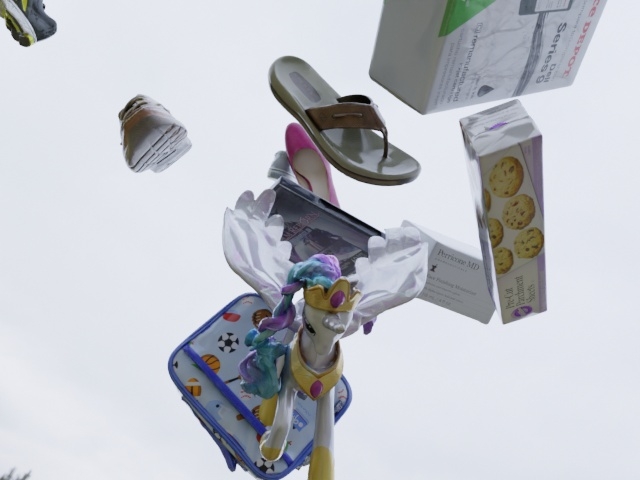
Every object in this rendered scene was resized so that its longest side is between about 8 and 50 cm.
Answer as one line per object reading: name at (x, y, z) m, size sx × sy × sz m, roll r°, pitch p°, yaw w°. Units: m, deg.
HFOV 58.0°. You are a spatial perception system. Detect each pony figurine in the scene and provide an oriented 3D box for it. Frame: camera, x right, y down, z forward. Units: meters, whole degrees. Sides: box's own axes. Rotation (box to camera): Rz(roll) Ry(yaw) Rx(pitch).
pony figurine at (-0.003, 0.115, 0.796) m, size 0.303 × 0.350 × 0.363 m, roll 8°, pitch -58°, yaw -4°

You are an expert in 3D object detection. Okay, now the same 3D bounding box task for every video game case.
video game case at (0.000, 0.000, 1.035) m, size 0.274 × 0.026 × 0.196 m, roll 27°, pitch -35°, yaw -20°

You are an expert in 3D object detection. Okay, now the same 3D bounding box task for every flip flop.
flip flop at (0.034, -0.182, 0.824) m, size 0.277 × 0.112 × 0.080 m, roll 49°, pitch -42°, yaw 14°

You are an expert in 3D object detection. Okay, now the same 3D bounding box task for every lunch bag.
lunch bag at (-0.106, 0.262, 1.010) m, size 0.303 × 0.243 × 0.115 m, roll 45°, pitch -27°, yaw 11°

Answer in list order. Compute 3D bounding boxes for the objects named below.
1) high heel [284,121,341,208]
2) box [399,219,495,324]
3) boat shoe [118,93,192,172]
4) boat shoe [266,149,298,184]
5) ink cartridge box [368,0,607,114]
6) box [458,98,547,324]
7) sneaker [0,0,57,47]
high heel at (-0.020, -0.125, 1.152) m, size 0.082 × 0.117 × 0.243 m, roll -17°, pitch -87°, yaw 10°
box at (0.246, 0.058, 1.146) m, size 0.181 × 0.182 × 0.118 m, roll 21°, pitch -80°, yaw -16°
boat shoe at (-0.314, -0.196, 1.033) m, size 0.116 × 0.123 × 0.324 m, roll 53°, pitch -8°, yaw -7°
boat shoe at (-0.068, -0.164, 1.317) m, size 0.079 × 0.081 × 0.227 m, roll 20°, pitch 3°, yaw 3°
ink cartridge box at (0.225, -0.295, 0.727) m, size 0.121 × 0.289 × 0.211 m, roll 48°, pitch -37°, yaw 38°
box at (0.218, -0.014, 0.665) m, size 0.067 × 0.063 × 0.324 m, roll -18°, pitch -41°, yaw 7°
sneaker at (-0.249, -0.197, 0.475) m, size 0.031 × 0.035 × 0.083 m, roll -30°, pitch -89°, yaw 50°
